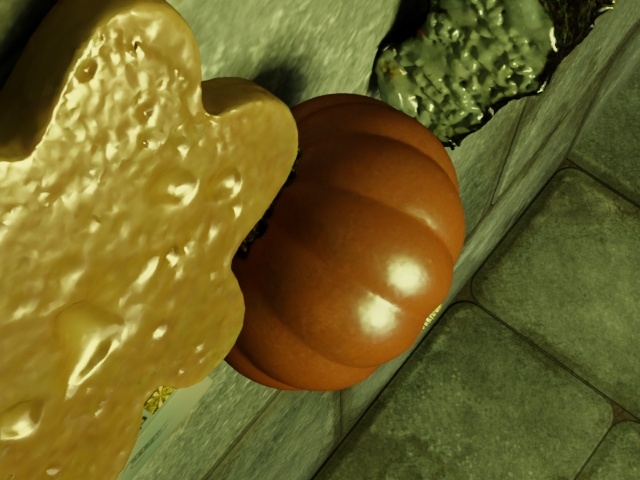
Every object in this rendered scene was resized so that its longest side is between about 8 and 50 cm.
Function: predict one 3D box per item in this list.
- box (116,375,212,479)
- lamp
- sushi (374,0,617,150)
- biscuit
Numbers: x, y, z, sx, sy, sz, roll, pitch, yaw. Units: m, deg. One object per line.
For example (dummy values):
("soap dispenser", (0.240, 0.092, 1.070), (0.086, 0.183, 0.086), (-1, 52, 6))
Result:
("box", (-0.169, 0.119, 0.686), (0.155, 0.067, 0.243), (-49, 164, -11))
("lamp", (0.000, 0.000, 0.680), (0.223, 0.196, 0.223), (-39, -146, 32))
("sushi", (0.135, -0.182, 0.830), (0.115, 0.147, 0.212), (-50, -176, -35))
("biscuit", (-0.149, 0.045, 0.497), (0.355, 0.052, 0.275), (-59, 146, 2))
